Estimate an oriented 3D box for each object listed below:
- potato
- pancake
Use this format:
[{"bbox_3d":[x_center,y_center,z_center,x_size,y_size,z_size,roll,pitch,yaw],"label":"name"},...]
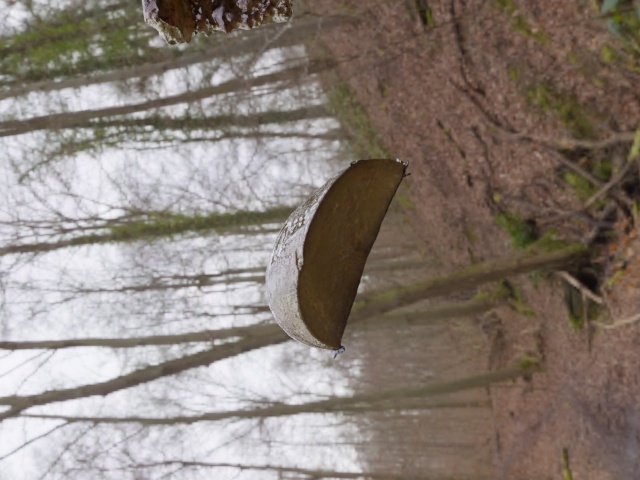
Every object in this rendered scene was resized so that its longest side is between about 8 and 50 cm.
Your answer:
[{"bbox_3d":[0.000,0.000,0.908,0.138,0.098,0.243,27,97,65],"label":"potato"},{"bbox_3d":[-0.132,-0.384,1.070,0.266,0.244,0.057,-62,-20,-2],"label":"pancake"}]
